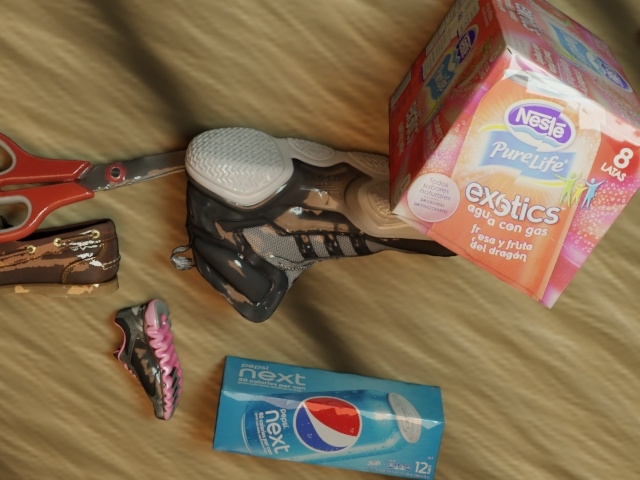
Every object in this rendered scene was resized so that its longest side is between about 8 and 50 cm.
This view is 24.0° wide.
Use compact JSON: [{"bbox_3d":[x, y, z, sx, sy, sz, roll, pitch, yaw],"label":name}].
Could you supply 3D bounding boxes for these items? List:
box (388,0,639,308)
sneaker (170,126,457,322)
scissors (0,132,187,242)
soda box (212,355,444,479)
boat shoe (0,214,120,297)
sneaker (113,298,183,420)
[{"bbox_3d":[0.151,-0.094,1.184,0.142,0.300,0.154,30,109,-9],"label":"box"},{"bbox_3d":[0.000,0.000,1.340,0.268,0.101,0.153,14,119,-6],"label":"sneaker"},{"bbox_3d":[-0.199,-0.045,1.337,0.297,0.021,0.109,2,73,-3],"label":"scissors"},{"bbox_3d":[0.008,0.167,1.418,0.210,0.071,0.067,8,113,-2],"label":"soda box"},{"bbox_3d":[-0.285,0.011,1.361,0.207,0.073,0.073,-2,111,-6],"label":"boat shoe"},{"bbox_3d":[-0.165,0.113,1.418,0.057,0.047,0.119,-6,105,10],"label":"sneaker"}]
